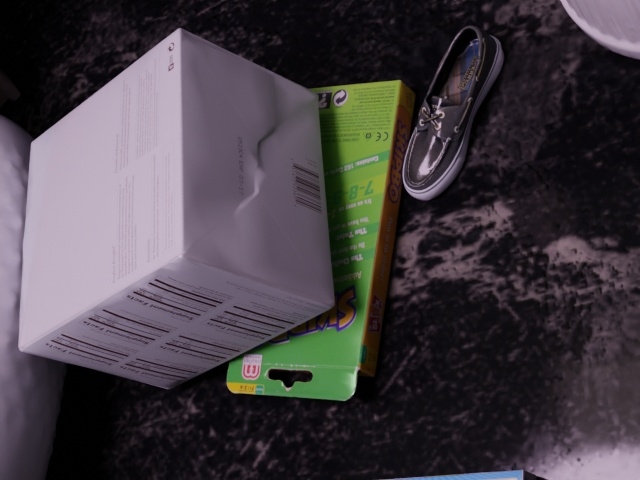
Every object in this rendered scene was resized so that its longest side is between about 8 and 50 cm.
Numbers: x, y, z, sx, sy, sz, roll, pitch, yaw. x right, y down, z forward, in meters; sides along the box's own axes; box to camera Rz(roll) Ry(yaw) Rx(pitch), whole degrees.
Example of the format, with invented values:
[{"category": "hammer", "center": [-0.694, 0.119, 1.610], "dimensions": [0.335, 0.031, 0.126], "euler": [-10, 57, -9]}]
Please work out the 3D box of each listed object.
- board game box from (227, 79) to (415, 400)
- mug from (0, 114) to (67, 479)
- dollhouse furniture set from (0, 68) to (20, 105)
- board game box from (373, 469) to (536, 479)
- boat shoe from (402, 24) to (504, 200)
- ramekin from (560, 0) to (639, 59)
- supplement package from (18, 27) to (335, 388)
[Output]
[{"category": "board game box", "center": [0.000, 0.000, 1.013], "dimensions": [0.124, 0.039, 0.260], "euler": [-1, 70, 33]}, {"category": "mug", "center": [-0.369, 0.074, 1.103], "dimensions": [0.374, 0.276, 0.328], "euler": [-36, 42, 53]}, {"category": "dollhouse furniture set", "center": [-0.504, -0.217, 1.267], "dimensions": [0.198, 0.286, 0.303], "euler": [-43, 58, 2]}, {"category": "board game box", "center": [0.077, 0.219, 0.888], "dimensions": [0.154, 0.026, 0.104], "euler": [-10, 68, 29]}, {"category": "boat shoe", "center": [0.097, -0.101, 0.984], "dimensions": [0.049, 0.040, 0.142], "euler": [21, 85, 36]}, {"category": "ramekin", "center": [0.248, -0.244, 0.899], "dimensions": [0.207, 0.109, 0.207], "euler": [-11, 67, 28]}, {"category": "supplement package", "center": [-0.114, -0.015, 0.985], "dimensions": [0.203, 0.149, 0.194], "euler": [-28, 53, 39]}]
